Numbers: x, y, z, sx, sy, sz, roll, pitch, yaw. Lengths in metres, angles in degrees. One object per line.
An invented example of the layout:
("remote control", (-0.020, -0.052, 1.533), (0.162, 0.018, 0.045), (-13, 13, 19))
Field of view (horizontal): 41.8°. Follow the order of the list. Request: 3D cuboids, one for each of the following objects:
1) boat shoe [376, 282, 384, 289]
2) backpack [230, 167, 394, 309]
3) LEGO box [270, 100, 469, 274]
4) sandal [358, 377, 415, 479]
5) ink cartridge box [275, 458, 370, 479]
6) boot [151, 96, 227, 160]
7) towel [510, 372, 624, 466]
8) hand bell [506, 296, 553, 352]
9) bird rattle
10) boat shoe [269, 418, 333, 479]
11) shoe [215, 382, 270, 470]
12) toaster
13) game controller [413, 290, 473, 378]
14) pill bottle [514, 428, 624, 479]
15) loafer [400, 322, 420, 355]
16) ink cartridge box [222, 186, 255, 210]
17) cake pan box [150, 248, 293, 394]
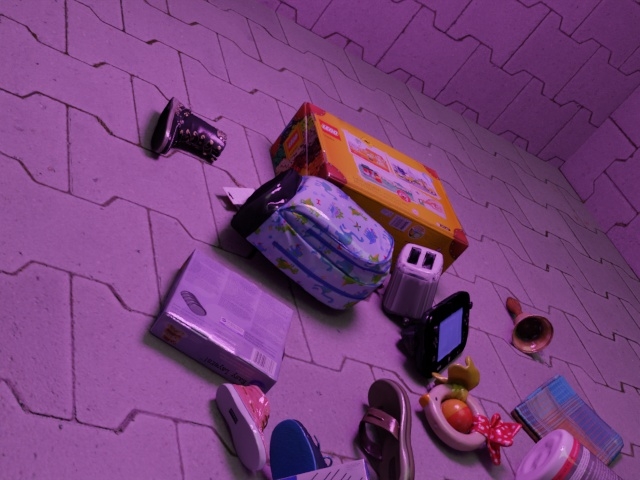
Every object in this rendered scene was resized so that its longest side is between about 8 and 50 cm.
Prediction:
("boat shoe", (0.140, 0.097, 2.189), (0.072, 0.068, 0.190), (54, 38, 2))
("backpack", (0.000, 0.000, 1.982), (0.355, 0.273, 0.290), (56, 21, -9))
("LEGO box", (0.134, -0.127, 2.366), (0.500, 0.193, 0.372), (24, 30, -28))
("sandal", (0.123, 0.386, 1.661), (0.086, 0.120, 0.303), (17, 32, -13))
("ink cartridge box", (-0.018, 0.423, 1.337), (0.097, 0.207, 0.046), (-99, 173, -52))
("boot", (-0.324, -0.256, 2.104), (0.178, 0.085, 0.236), (32, 27, -21))
("towel", (0.673, 0.506, 2.256), (0.271, 0.040, 0.370), (49, 28, 19))
("hand bell", (0.610, 0.233, 2.560), (0.126, 0.126, 0.242), (32, 14, -15))
("bird rattle", (0.325, 0.409, 1.921), (0.207, 0.143, 0.253), (-10, 67, -43))
("boat shoe", (-0.017, 0.435, 1.439), (0.089, 0.109, 0.258), (21, 48, -60))
("shoe", (-0.117, 0.327, 1.491), (0.081, 0.063, 0.178), (7, 37, -41))
("toaster", (0.240, 0.108, 2.166), (0.129, 0.146, 0.227), (18, 26, 9))
("game controller", (0.314, 0.232, 2.102), (0.319, 0.067, 0.166), (-18, 104, -60))
("pill bottle", (0.613, 0.593, 1.891), (0.318, 0.176, 0.176), (41, 27, 3))
("loafer", (0.247, 0.244, 2.109), (0.170, 0.062, 0.061), (-13, 96, -60))
("ink cartridge box", (-0.197, -0.101, 2.088), (0.115, 0.029, 0.063), (-1, 47, -51))
("cake pan box", (-0.181, 0.161, 1.664), (0.267, 0.070, 0.246), (33, 30, -13))
